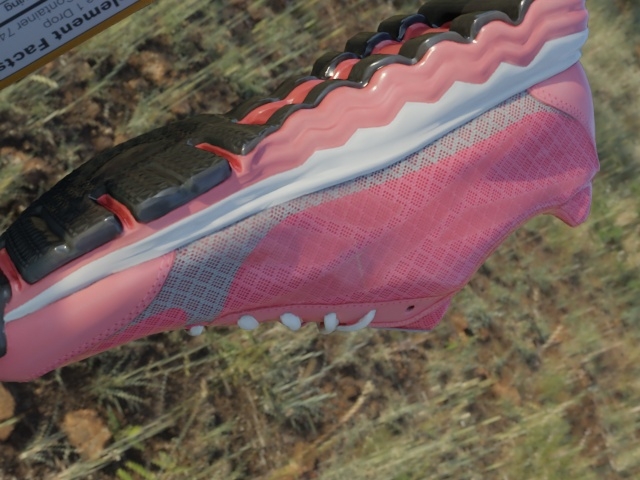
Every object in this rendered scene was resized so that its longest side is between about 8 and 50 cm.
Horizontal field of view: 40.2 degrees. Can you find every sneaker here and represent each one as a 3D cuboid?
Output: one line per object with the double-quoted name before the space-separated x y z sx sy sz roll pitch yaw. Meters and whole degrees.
"sneaker" 0.001 0.000 0.383 0.136 0.314 0.116 67 -12 -20

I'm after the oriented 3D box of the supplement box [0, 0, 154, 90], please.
"supplement box" -0.068 -0.154 0.343 0.078 0.233 0.080 58 -6 26
